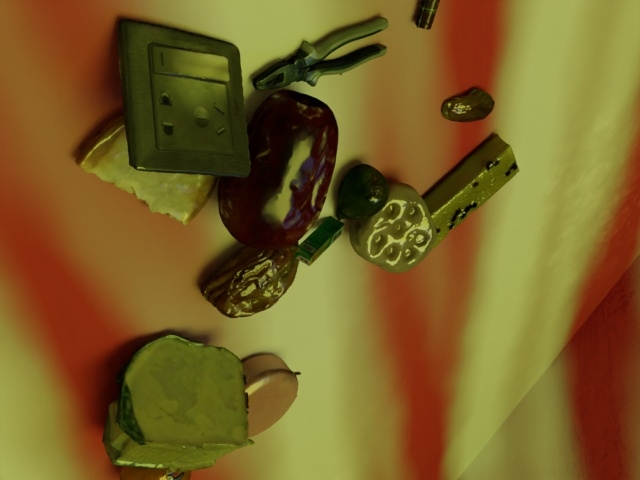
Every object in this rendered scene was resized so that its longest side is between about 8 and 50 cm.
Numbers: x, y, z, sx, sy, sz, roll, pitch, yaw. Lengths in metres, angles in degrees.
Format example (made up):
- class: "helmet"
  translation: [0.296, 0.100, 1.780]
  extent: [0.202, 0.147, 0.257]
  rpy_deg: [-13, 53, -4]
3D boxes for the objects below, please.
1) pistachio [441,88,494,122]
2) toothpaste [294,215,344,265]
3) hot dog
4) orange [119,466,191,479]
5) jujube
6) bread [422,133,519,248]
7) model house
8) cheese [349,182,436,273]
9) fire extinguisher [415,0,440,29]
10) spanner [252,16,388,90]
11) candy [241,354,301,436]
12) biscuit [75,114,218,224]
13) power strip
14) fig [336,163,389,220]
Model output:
- class: "pistachio"
  translation: [0.373, -0.327, 2.025]
  extent: [0.173, 0.049, 0.089]
  rpy_deg: [-11, 131, -38]
- class: "toothpaste"
  translation: [0.000, 0.000, 1.921]
  extent: [0.178, 0.043, 0.037]
  rpy_deg: [-44, 155, -53]
- class: "hot dog"
  translation: [-0.139, 0.073, 1.861]
  extent: [0.259, 0.114, 0.175]
  rpy_deg: [-42, 145, -3]
- class: "orange"
  translation: [-0.411, 0.581, 2.057]
  extent: [0.177, 0.155, 0.177]
  rpy_deg: [-21, 129, -29]
- class: "jujube"
  translation: [-0.083, -0.135, 1.642]
  extent: [0.223, 0.223, 0.318]
  rpy_deg: [0, 121, -44]
- class: "bread"
  translation: [0.370, -0.118, 2.201]
  extent: [0.361, 0.077, 0.138]
  rpy_deg: [-42, 143, -5]
- class: "model house"
  translation: [-0.353, 0.393, 1.910]
  extent: [0.321, 0.261, 0.266]
  rpy_deg: [12, 143, -31]
- class: "cheese"
  translation: [0.173, -0.030, 2.036]
  extent: [0.218, 0.117, 0.235]
  rpy_deg: [-11, 114, -19]
- class: "fire extinguisher"
  translation: [0.232, -0.509, 1.722]
  extent: [0.056, 0.039, 0.132]
  rpy_deg: [-21, 138, -43]
- class: "spanner"
  translation: [0.005, -0.360, 1.643]
  extent: [0.325, 0.040, 0.096]
  rpy_deg: [-26, 139, -26]
- class: "candy"
  translation: [-0.169, 0.408, 2.173]
  extent: [0.255, 0.094, 0.255]
  rpy_deg: [-26, 140, -24]
- class: "biscuit"
  translation: [-0.295, -0.155, 1.550]
  extent: [0.204, 0.040, 0.309]
  rpy_deg: [-49, 144, 5]
- class: "power strip"
  translation: [-0.242, -0.235, 1.431]
  extent: [0.257, 0.092, 0.251]
  rpy_deg: [1, 88, -45]
- class: "fig"
  translation: [0.081, -0.093, 1.928]
  extent: [0.117, 0.117, 0.177]
  rpy_deg: [0, 146, -44]
